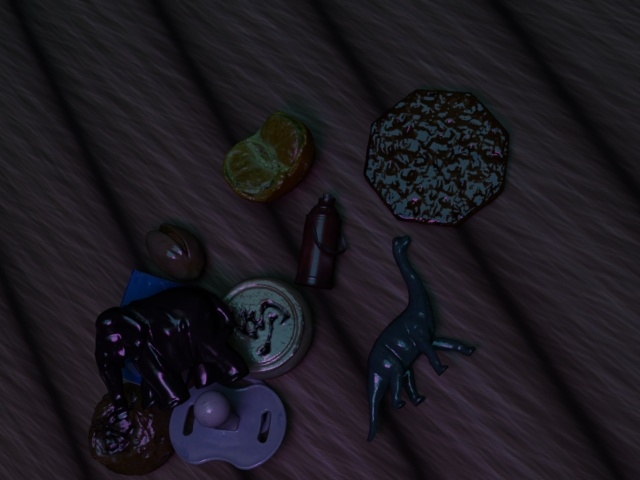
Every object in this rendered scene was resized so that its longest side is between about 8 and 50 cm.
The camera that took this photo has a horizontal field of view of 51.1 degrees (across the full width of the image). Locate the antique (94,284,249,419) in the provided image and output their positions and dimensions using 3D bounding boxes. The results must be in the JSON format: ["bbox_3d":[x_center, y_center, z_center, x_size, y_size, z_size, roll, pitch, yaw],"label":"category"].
[{"bbox_3d":[-0.346,0.236,1.507,0.322,0.185,0.255,-23,95,-3],"label":"antique"}]

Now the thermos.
[{"bbox_3d":[-0.003,-0.001,1.637,0.124,0.099,0.231,-4,76,51],"label":"thermos"}]

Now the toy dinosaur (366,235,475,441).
[{"bbox_3d":[0.154,0.218,1.572,0.383,0.129,0.331,-42,64,4],"label":"toy dinosaur"}]

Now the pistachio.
[{"bbox_3d":[-0.370,0.028,1.706,0.185,0.124,0.124,41,91,30],"label":"pistachio"}]

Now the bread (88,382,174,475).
[{"bbox_3d":[-0.467,0.468,1.646,0.230,0.123,0.229,-1,83,12],"label":"bread"}]

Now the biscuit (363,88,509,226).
[{"bbox_3d":[0.279,-0.201,1.628,0.359,0.046,0.358,-2,80,12],"label":"biscuit"}]

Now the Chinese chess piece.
[{"bbox_3d":[-0.140,0.210,1.619,0.251,0.101,0.250,-2,76,9],"label":"Chinese chess piece"}]

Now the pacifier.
[{"bbox_3d":[-0.224,0.399,1.553,0.287,0.225,0.238,6,63,12],"label":"pacifier"}]

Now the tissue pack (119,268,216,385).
[{"bbox_3d":[-0.404,0.224,1.662,0.209,0.137,0.269,17,84,12],"label":"tissue pack"}]

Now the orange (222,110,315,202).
[{"bbox_3d":[-0.119,-0.199,1.658,0.237,0.158,0.179,-44,68,6],"label":"orange"}]
